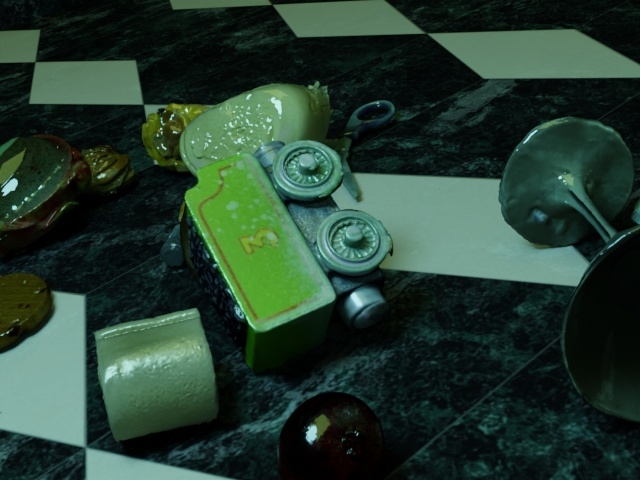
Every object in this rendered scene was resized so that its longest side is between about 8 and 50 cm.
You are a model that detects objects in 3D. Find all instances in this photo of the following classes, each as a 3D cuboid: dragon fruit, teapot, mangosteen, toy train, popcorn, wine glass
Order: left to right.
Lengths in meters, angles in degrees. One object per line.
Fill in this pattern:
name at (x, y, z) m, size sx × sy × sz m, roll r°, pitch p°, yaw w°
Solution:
dragon fruit at (-0.568, -0.091, 1.594) m, size 0.295 × 0.130 × 0.268 m, roll -29°, pitch 50°, yaw 4°
teapot at (-0.242, 0.015, 1.463) m, size 0.049 × 0.064 × 0.083 m, roll 23°, pitch 31°, yaw -5°
popcorn at (-0.275, -0.207, 1.732) m, size 0.167 × 0.148 × 0.152 m, roll -12°, pitch -14°, yaw 5°
toy train at (-0.051, 0.012, 1.201) m, size 0.248 × 0.173 × 0.307 m, roll -22°, pitch 64°, yaw -17°
mangosteen at (0.005, 0.234, 0.960) m, size 0.140 × 0.140 × 0.140 m, roll -8°, pitch 31°, yaw 5°
wine glass at (0.375, 0.002, 1.087) m, size 0.267 × 0.267 × 0.406 m, roll -10°, pitch 27°, yaw 3°

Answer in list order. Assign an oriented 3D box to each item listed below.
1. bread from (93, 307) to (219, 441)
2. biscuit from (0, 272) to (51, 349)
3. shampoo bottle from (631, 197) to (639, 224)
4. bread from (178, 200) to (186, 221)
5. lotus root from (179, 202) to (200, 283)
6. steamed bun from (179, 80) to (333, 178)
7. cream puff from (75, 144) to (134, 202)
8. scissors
bread at (-0.207, 0.172, 1.101) m, size 0.141 × 0.134 × 0.148 m, roll -12°, pitch 42°, yaw -9°
biscuit at (-0.536, 0.120, 1.388) m, size 0.212 × 0.036 × 0.212 m, roll -10°, pitch 30°, yaw 6°
shampoo bottle at (0.528, -0.002, 1.223) m, size 0.072 × 0.049 × 0.212 m, roll -22°, pitch 32°, yaw -9°
bread at (-0.183, -0.051, 1.534) m, size 0.132 × 0.053 × 0.074 m, roll -3°, pitch 32°, yaw 11°
lotus root at (-0.165, -0.005, 1.384) m, size 0.123 × 0.124 × 0.241 m, roll -6°, pitch 31°, yaw -15°
steamed bun at (-0.102, -0.180, 1.586) m, size 0.273 × 0.166 × 0.232 m, roll -20°, pitch -4°, yaw 16°
cream puff at (-0.440, -0.137, 1.717) m, size 0.133 × 0.104 × 0.119 m, roll -7°, pitch 38°, yaw 8°
scissors at (0.030, -0.172, 1.682) m, size 0.256 × 0.029 × 0.383 m, roll -11°, pitch 31°, yaw 7°
